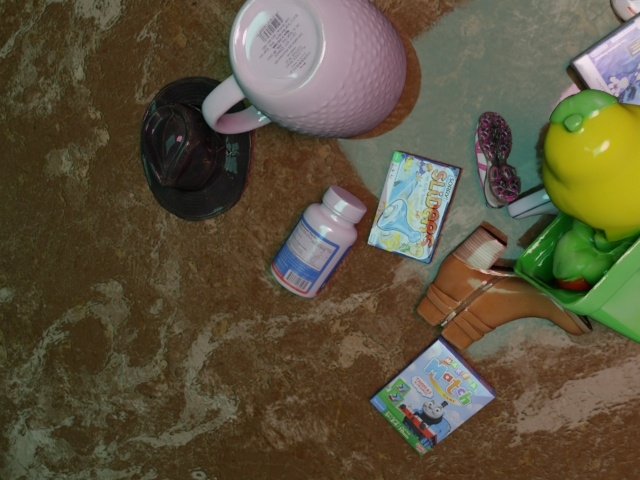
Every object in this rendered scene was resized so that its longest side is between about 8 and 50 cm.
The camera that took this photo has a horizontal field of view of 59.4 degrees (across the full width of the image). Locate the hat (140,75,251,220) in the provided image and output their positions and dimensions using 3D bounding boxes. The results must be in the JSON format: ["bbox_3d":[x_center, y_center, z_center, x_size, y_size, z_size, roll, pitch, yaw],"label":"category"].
[{"bbox_3d":[-0.309,-0.202,1.249,0.331,0.134,0.331,3,99,19],"label":"hat"}]

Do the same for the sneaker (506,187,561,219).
[{"bbox_3d":[0.471,-0.070,1.003,0.258,0.094,0.091,-17,88,21],"label":"sneaker"}]

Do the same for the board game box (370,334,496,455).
[{"bbox_3d":[0.233,0.328,1.182,0.160,0.039,0.211,46,109,9],"label":"board game box"}]

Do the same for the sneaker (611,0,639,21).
[{"bbox_3d":[0.517,-0.445,0.937,0.057,0.075,0.161,-11,94,21],"label":"sneaker"}]

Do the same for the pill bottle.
[{"bbox_3d":[0.000,0.000,1.172,0.124,0.124,0.221,38,108,11],"label":"pill bottle"}]

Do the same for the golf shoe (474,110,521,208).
[{"bbox_3d":[0.319,-0.150,1.058,0.067,0.086,0.186,-1,76,-12],"label":"golf shoe"}]

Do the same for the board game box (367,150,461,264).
[{"bbox_3d":[0.188,-0.068,1.138,0.136,0.035,0.201,19,104,17],"label":"board game box"}]

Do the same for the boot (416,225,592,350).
[{"bbox_3d":[0.340,0.137,1.074,0.283,0.109,0.220,39,108,13],"label":"boot"}]

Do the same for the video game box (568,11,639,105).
[{"bbox_3d":[0.564,-0.289,0.945,0.205,0.048,0.187,-35,99,22],"label":"video game box"}]

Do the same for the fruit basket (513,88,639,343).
[{"bbox_3d":[0.436,-0.071,0.822,0.392,0.283,0.392,0,102,-1],"label":"fruit basket"}]

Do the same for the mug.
[{"bbox_3d":[-0.051,-0.306,1.032,0.374,0.328,0.276,-28,88,22],"label":"mug"}]
